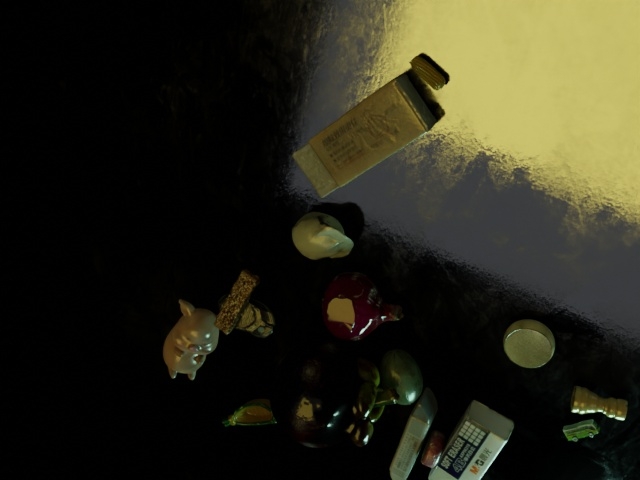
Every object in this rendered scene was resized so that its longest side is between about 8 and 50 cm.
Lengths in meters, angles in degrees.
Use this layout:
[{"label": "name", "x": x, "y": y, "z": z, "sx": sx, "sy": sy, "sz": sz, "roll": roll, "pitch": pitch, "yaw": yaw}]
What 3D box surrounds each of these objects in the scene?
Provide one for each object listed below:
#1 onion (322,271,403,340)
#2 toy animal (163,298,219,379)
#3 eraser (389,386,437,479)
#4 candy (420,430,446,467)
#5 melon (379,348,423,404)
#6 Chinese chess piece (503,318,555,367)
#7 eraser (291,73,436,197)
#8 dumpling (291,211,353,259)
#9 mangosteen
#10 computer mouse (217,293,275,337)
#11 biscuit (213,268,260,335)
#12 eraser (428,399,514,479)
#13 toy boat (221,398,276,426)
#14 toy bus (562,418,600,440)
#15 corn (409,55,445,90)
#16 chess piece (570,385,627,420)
[{"label": "onion", "x": 0.110, "y": 0.189, "z": 1.689, "sx": 0.217, "sy": 0.140, "sz": 0.195, "roll": 13, "pitch": 113, "yaw": 17}, {"label": "toy animal", "x": -0.401, "y": 0.311, "z": 1.997, "sx": 0.250, "sy": 0.166, "sz": 0.154, "roll": -55, "pitch": 41, "yaw": 30}, {"label": "eraser", "x": 0.265, "y": 0.570, "z": 1.822, "sx": 0.061, "sy": 0.089, "sz": 0.352, "roll": 26, "pitch": 124, "yaw": 18}, {"label": "candy", "x": 0.319, "y": 0.588, "z": 1.795, "sx": 0.043, "sy": 0.103, "sz": 0.103, "roll": 22, "pitch": 123, "yaw": 11}, {"label": "melon", "x": 0.221, "y": 0.375, "z": 1.731, "sx": 0.114, "sy": 0.114, "sz": 0.168, "roll": -13, "pitch": 105, "yaw": 32}, {"label": "Chinese chess piece", "x": 0.510, "y": 0.252, "z": 1.558, "sx": 0.122, "sy": 0.051, "sz": 0.122, "roll": 10, "pitch": 118, "yaw": 20}, {"label": "eraser", "x": 0.096, "y": -0.239, "z": 1.503, "sx": 0.343, "sy": 0.078, "sz": 0.144, "roll": -30, "pitch": 98, "yaw": 36}, {"label": "dumpling", "x": 0.001, "y": -0.001, "z": 1.673, "sx": 0.176, "sy": 0.092, "sz": 0.150, "roll": -23, "pitch": 116, "yaw": 29}, {"label": "mangosteen", "x": 0.016, "y": 0.420, "z": 1.686, "sx": 0.313, "sy": 0.296, "sz": 0.297, "roll": 48, "pitch": 128, "yaw": 21}, {"label": "computer mouse", "x": -0.221, "y": 0.221, "z": 1.907, "sx": 0.192, "sy": 0.062, "sz": 0.106, "roll": 23, "pitch": 101, "yaw": 12}, {"label": "biscuit", "x": -0.246, "y": 0.178, "z": 1.860, "sx": 0.064, "sy": 0.034, "sz": 0.199, "roll": 33, "pitch": 100, "yaw": 12}, {"label": "eraser", "x": 0.411, "y": 0.583, "z": 1.755, "sx": 0.130, "sy": 0.086, "sz": 0.287, "roll": 29, "pitch": 125, "yaw": 13}, {"label": "toy boat", "x": -0.214, "y": 0.570, "z": 2.069, "sx": 0.229, "sy": 0.088, "sz": 0.089, "roll": -13, "pitch": 109, "yaw": 31}, {"label": "toy bus", "x": 0.661, "y": 0.480, "z": 1.608, "sx": 0.083, "sy": 0.031, "sz": 0.037, "roll": -31, "pitch": 89, "yaw": 35}, {"label": "corn", "x": 0.234, "y": -0.367, "z": 1.391, "sx": 0.092, "sy": 0.037, "sz": 0.037, "roll": 42, "pitch": 126, "yaw": 0}, {"label": "chess piece", "x": 0.675, "y": 0.396, "z": 1.541, "sx": 0.122, "sy": 0.066, "sz": 0.066, "roll": 8, "pitch": 118, "yaw": 18}]
